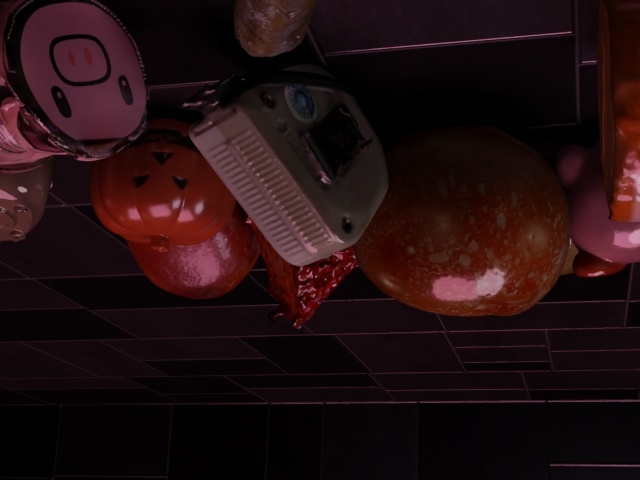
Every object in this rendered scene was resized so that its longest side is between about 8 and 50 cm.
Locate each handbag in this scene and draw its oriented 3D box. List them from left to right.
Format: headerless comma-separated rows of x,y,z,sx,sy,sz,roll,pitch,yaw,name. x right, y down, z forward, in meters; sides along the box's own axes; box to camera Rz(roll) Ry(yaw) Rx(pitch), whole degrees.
-0.278,-0.156,1.058,0.116,0.179,0.205,-14,-173,28,handbag

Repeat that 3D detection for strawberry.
0.000,0.000,1.505,0.178,0.234,0.234,-15,166,-15,strawberry

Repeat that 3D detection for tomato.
-0.184,0.014,1.631,0.200,0.139,0.233,-14,160,15,tomato
0.173,-0.034,1.308,0.270,0.222,0.270,15,-164,-5,tomato

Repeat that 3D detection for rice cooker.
-0.427,-0.075,1.410,0.145,0.127,0.206,10,152,-22,rice cooker

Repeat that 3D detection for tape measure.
-0.024,-0.114,1.171,0.115,0.207,0.235,-22,112,39,tape measure

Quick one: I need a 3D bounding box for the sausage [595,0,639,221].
0.407,-0.131,0.987,0.287,0.233,0.233,-3,162,13,sausage

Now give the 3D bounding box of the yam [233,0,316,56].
-0.034,-0.232,0.959,0.078,0.078,0.179,5,163,-10,yam

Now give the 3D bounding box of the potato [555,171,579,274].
0.327,-0.022,1.501,0.157,0.157,0.194,-11,172,34,potato

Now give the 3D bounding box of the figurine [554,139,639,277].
0.385,-0.051,1.335,0.173,0.173,0.173,2,162,1,figurine

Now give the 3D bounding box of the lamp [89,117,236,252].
-0.199,-0.064,1.360,0.187,0.164,0.187,0,164,0,lamp
